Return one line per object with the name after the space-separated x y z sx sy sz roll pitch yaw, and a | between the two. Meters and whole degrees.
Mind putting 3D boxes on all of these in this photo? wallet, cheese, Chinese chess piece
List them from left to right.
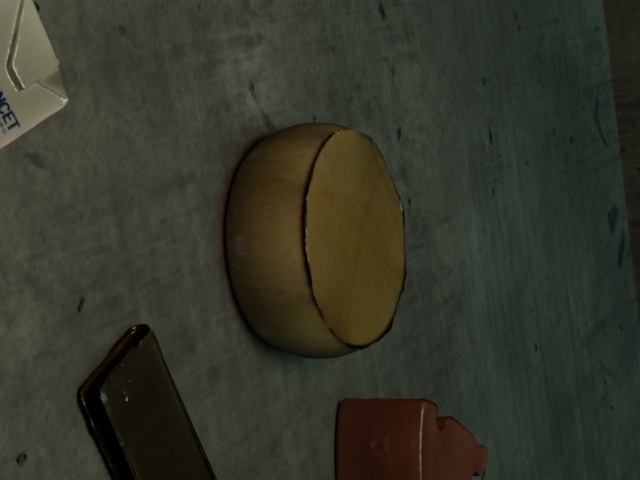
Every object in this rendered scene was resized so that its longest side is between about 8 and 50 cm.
-0.154 0.188 1.258 0.110 0.031 0.198 -52 130 -50 | wallet
0.000 0.000 1.485 0.257 0.104 0.257 12 77 -61 | Chinese chess piece
0.103 0.256 1.621 0.203 0.128 0.177 -55 134 -46 | cheese

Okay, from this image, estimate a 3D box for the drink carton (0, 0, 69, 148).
-0.312 -0.076 0.898 0.315 0.130 0.107 -47 129 -52 | drink carton
